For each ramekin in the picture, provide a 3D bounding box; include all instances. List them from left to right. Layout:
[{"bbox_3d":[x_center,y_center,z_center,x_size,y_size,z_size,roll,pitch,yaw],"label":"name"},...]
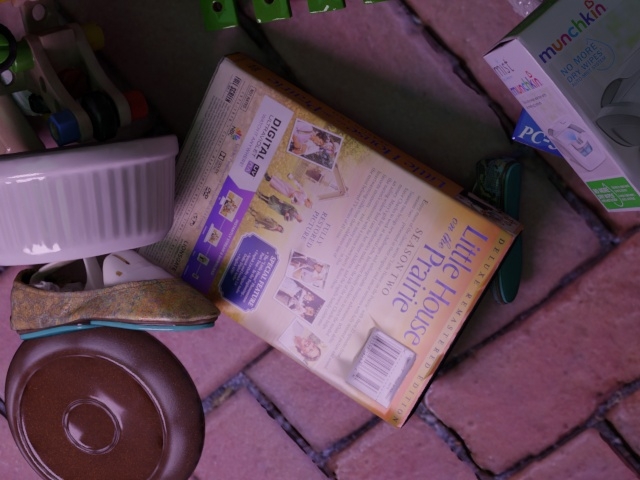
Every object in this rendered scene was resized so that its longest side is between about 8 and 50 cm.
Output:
[{"bbox_3d":[-0.301,-0.050,1.441,0.273,0.273,0.127,-5,97,16],"label":"ramekin"}]

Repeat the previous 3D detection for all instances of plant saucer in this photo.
[{"bbox_3d":[-0.320,0.257,1.702,0.310,0.050,0.311,5,109,14],"label":"plant saucer"}]

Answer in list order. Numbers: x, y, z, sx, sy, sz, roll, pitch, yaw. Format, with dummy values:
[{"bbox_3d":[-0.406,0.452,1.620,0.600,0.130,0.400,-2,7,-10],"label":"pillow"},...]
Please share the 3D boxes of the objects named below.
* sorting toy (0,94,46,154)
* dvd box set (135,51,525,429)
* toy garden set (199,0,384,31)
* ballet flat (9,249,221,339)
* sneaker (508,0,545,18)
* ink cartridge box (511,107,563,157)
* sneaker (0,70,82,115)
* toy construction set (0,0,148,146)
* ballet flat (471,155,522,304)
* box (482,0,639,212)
[{"bbox_3d":[-0.472,-0.116,1.610,0.229,0.041,0.307,-24,106,31],"label":"sorting toy"},{"bbox_3d":[0.000,0.000,1.485,0.420,0.062,0.307,32,116,11],"label":"dvd box set"},{"bbox_3d":[-0.038,-0.370,1.411,0.244,0.049,0.204,-6,109,17],"label":"toy garden set"},{"bbox_3d":[-0.281,0.068,1.556,0.348,0.123,0.123,-6,108,36],"label":"ballet flat"},{"bbox_3d":[0.235,-0.353,1.325,0.095,0.090,0.235,-32,120,-20],"label":"sneaker"},{"bbox_3d":[0.338,-0.131,1.393,0.207,0.046,0.097,21,112,7],"label":"ink cartridge box"},{"bbox_3d":[-0.363,-0.188,1.560,0.152,0.054,0.061,30,123,10],"label":"sneaker"},{"bbox_3d":[-0.295,-0.272,1.420,0.309,0.237,0.257,-44,116,-15],"label":"toy construction set"},{"bbox_3d":[0.214,-0.015,1.465,0.070,0.070,0.188,4,108,13],"label":"ballet flat"},{"bbox_3d":[0.351,-0.199,1.268,0.262,0.127,0.231,-40,96,-7],"label":"box"}]
